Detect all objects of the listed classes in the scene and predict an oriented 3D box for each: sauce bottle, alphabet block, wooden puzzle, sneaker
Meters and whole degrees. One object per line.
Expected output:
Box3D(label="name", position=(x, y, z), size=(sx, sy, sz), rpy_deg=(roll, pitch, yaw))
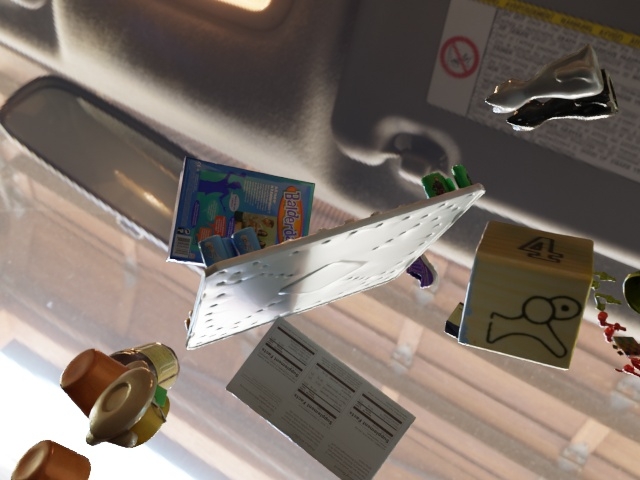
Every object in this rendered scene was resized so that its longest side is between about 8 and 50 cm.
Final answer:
Box3D(label="sauce bottle", position=(-0.341, 0.246, 1.282), size=(0.111, 0.111, 0.344), rpy_deg=(38, -3, 4))
Box3D(label="alphabet block", position=(0.374, 0.093, 1.300), size=(0.197, 0.193, 0.192), rpy_deg=(13, -64, 16))
Box3D(label="wooden puzzle", position=(0.573, 0.197, 1.329), size=(0.083, 0.049, 0.006), rpy_deg=(4, -54, -19))
Box3D(label="sneaker", position=(0.253, 0.057, 1.962), size=(0.170, 0.071, 0.068), rpy_deg=(56, -10, 25))

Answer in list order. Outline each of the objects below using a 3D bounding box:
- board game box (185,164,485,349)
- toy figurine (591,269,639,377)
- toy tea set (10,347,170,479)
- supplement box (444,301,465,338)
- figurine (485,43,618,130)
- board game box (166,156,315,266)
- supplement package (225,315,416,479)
Box3D(label="board game box", position=(-0.006, 0.034, 1.050), size=(0.050, 0.390, 0.390), rpy_deg=(67, -21, 16))
Box3D(label="toy figurine", position=(0.781, 0.147, 1.649), size=(0.191, 0.217, 0.362), rpy_deg=(14, -41, 54))
Box3D(label="toy tea set", position=(-0.227, 0.255, 0.754), size=(0.200, 0.336, 0.124), rpy_deg=(-21, -55, 26))
Box3D(label="supplement box", position=(0.409, 0.235, 2.029), size=(0.083, 0.083, 0.056), rpy_deg=(28, -31, 23))
Box3D(label="figurine", position=(0.441, -0.275, 1.377), size=(0.209, 0.092, 0.215), rpy_deg=(-15, -17, 30))
Box3D(label="board game box", position=(-0.122, -0.030, 1.115), size=(0.210, 0.160, 0.047), rpy_deg=(11, -10, -16))
Box3D(label="supplement package", position=(0.006, 0.269, 1.171), size=(0.262, 0.145, 0.204), rpy_deg=(36, -9, 13))
